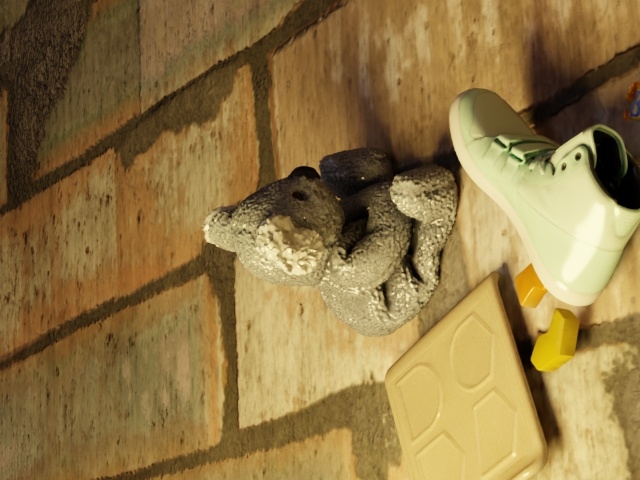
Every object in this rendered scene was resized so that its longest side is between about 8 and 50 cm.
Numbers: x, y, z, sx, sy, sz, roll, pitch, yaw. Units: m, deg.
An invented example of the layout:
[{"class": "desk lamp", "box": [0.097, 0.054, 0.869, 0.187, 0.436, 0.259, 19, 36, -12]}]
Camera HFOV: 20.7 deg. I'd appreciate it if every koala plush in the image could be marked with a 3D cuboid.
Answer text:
[{"class": "koala plush", "box": [0.000, 0.000, 1.865, 0.196, 0.221, 0.203, 19, 102, 57]}]

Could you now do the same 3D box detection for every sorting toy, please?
[{"class": "sorting toy", "box": [0.172, 0.152, 1.743, 0.307, 0.041, 0.229, -47, 43, 44]}]

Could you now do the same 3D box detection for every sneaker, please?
[{"class": "sneaker", "box": [0.222, -0.082, 1.638, 0.256, 0.094, 0.151, 60, 140, 30]}]

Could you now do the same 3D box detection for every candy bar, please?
[{"class": "candy bar", "box": [0.325, -0.112, 1.551, 0.161, 0.018, 0.040, 23, 104, 57]}]
